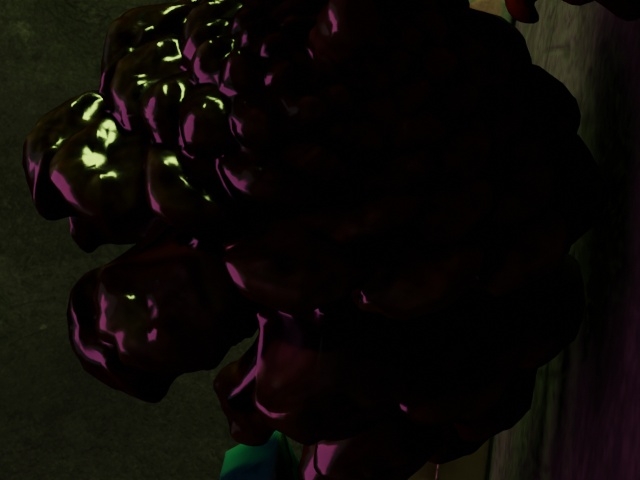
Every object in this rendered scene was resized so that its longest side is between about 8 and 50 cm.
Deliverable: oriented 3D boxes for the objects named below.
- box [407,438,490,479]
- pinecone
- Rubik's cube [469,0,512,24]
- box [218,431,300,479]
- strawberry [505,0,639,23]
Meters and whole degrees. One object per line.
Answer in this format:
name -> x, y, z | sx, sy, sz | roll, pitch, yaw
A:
box -> 0.048, 0.174, 1.009 | 0.215, 0.086, 0.215 | 155, 122, -88
pinecone -> 0.000, 0.000, 0.706 | 0.309, 0.244, 0.244 | 75, -163, -53
Rubik's cube -> 0.068, -0.248, 1.123 | 0.229, 0.228, 0.233 | 15, 144, 53
box -> 0.013, 0.214, 0.783 | 0.226, 0.042, 0.161 | 63, -178, -6
strawberry -> 0.058, -0.171, 0.490 | 0.253, 0.280, 0.150 | 39, 99, 43
